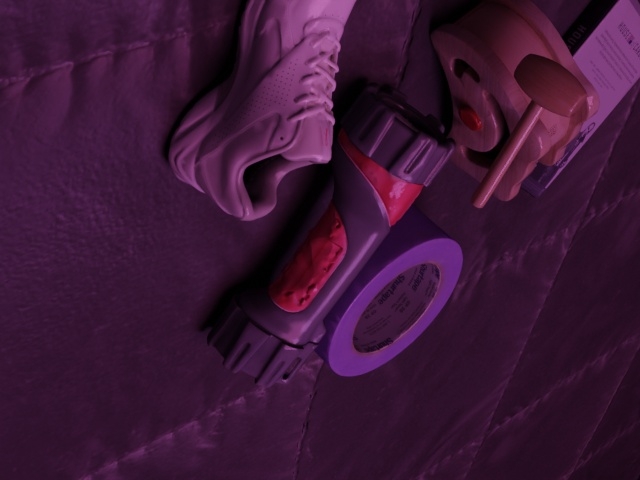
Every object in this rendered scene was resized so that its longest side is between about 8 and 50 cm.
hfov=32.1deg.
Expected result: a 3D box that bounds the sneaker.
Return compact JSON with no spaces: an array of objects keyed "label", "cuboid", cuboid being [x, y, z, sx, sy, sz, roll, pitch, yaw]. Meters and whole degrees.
[{"label":"sneaker","cuboid":[-0.017,-0.113,0.851,0.090,0.115,0.232,0,127,-52]}]

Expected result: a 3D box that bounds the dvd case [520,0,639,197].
[{"label":"dvd case","cuboid":[0.290,-0.166,1.273,0.238,0.029,0.179,-52,150,9]}]

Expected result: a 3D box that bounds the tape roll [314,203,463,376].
[{"label":"tape roll","cuboid":[0.057,0.049,1.187,0.189,0.080,0.189,-33,148,-24]}]

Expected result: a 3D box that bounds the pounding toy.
[{"label":"pounding toy","cuboid":[0.150,-0.125,1.043,0.155,0.154,0.269,-38,169,-14]}]

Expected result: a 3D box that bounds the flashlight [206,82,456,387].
[{"label":"flashlight","cuboid":[0.000,0.000,1.046,0.304,0.103,0.103,-52,155,20]}]
